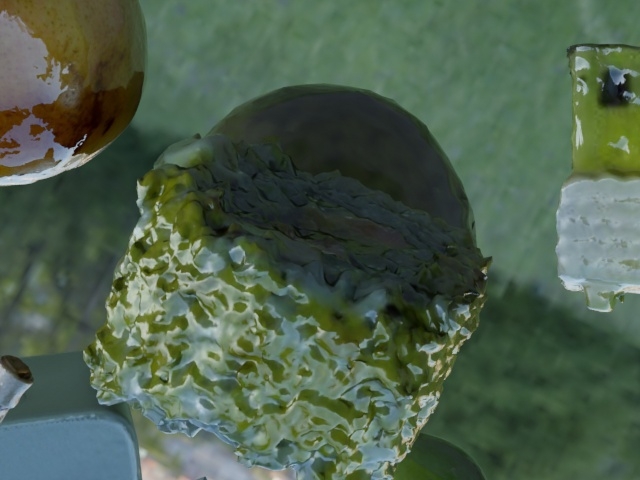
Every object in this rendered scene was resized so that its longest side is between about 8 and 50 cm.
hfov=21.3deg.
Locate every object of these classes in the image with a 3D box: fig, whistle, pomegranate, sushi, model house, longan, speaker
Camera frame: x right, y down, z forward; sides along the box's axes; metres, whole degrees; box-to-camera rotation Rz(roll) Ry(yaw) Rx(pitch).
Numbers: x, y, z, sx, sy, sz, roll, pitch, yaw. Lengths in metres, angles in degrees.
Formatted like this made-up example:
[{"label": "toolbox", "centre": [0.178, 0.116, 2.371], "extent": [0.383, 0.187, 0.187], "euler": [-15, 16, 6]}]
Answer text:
[{"label": "fig", "centre": [0.143, 0.372, 2.482], "extent": [0.230, 0.207, 0.207], "euler": [58, 179, 23]}, {"label": "whistle", "centre": [-0.342, 0.193, 1.547], "extent": [0.057, 0.220, 0.107], "euler": [45, -169, 21]}, {"label": "pomegranate", "centre": [-0.319, -0.216, 1.715], "extent": [0.319, 0.319, 0.319], "euler": [26, 167, 7]}, {"label": "sushi", "centre": [-0.035, 0.063, 1.651], "extent": [0.351, 0.240, 0.396], "euler": [28, -163, 7]}, {"label": "model house", "centre": [0.312, -0.049, 1.529], "extent": [0.193, 0.234, 0.175], "euler": [3, 174, 9]}, {"label": "longan", "centre": [0.000, 0.000, 2.072], "extent": [0.391, 0.391, 0.391], "euler": [26, 167, 7]}, {"label": "speaker", "centre": [-0.413, 0.248, 1.955], "extent": [0.406, 0.183, 0.184], "euler": [-6, -154, -6]}]

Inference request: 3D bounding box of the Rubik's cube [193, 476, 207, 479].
[{"label": "Rubik's cube", "centre": [-0.171, 0.351, 2.180], "extent": [0.084, 0.073, 0.075], "euler": [7, -118, -78]}]
